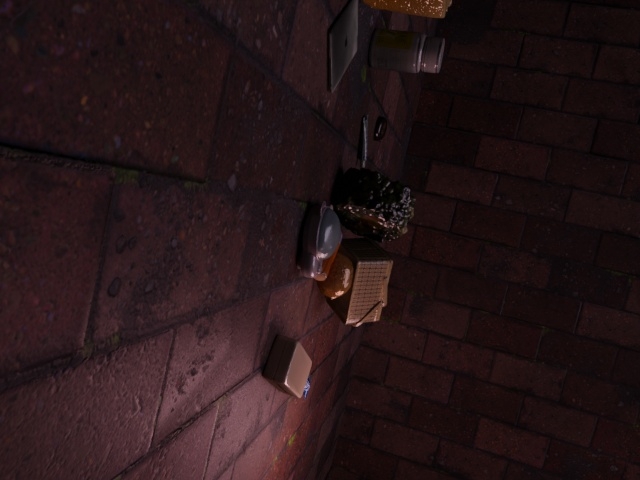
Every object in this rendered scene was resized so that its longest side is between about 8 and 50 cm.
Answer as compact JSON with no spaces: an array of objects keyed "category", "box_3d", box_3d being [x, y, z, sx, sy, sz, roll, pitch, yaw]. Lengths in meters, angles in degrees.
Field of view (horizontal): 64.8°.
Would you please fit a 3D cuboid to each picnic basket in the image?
[{"category":"picnic basket","box_3d":[0.155,0.165,2.048,0.228,0.175,0.313,-133,-133,-57]}]

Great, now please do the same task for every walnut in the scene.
[{"category":"walnut","box_3d":[0.053,0.130,1.886,0.144,0.144,0.180,14,82,-77]}]

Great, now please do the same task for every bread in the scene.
[{"category":"bread","box_3d":[0.251,-0.764,1.479,0.185,0.274,0.114,59,49,-72]}]

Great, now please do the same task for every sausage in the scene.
[{"category":"sausage","box_3d":[0.026,0.035,1.807,0.071,0.071,0.234,87,22,-51]}]

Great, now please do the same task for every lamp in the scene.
[{"category":"lamp","box_3d":[0.002,0.002,1.598,0.179,0.107,0.246,11,93,-73]}]

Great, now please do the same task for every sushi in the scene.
[{"category":"sushi","box_3d":[0.208,-0.128,1.918,0.352,0.293,0.178,64,46,-72]}]

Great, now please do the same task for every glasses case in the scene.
[{"category":"glasses case","box_3d":[-0.101,0.422,1.665,0.336,0.076,0.144,76,30,-63]}]

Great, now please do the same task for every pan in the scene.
[{"category":"pan","box_3d":[0.290,-0.511,2.408,0.212,0.040,0.115,46,64,-74]}]

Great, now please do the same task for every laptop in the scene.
[{"category":"laptop","box_3d":[0.069,-0.580,1.473,0.188,0.015,0.269,88,21,-48]}]

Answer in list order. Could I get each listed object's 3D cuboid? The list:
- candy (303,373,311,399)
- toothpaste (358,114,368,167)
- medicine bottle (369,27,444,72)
[{"category":"candy","box_3d":[-0.059,0.579,2.084,0.088,0.038,0.136,-64,153,-53]},{"category":"toothpaste","box_3d":[0.178,-0.402,2.064,0.062,0.037,0.216,-54,151,-57]},{"category":"medicine bottle","box_3d":[0.316,-0.692,1.854,0.143,0.257,0.144,13,90,-77]}]
